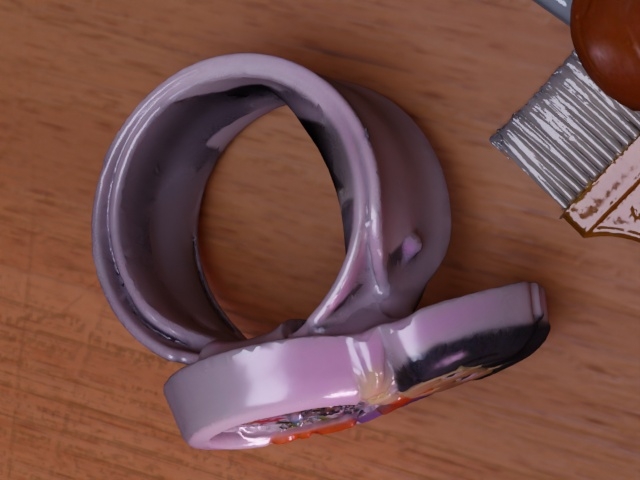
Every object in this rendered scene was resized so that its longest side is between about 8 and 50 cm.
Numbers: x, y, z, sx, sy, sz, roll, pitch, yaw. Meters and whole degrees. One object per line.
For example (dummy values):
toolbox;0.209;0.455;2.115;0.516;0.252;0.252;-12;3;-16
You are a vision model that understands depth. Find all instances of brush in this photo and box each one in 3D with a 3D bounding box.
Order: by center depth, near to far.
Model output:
brush;0.241;0.019;1.198;0.314;0.017;0.090;45;113;5

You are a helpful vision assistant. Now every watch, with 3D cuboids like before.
watch;0.000;0.000;1.220;0.244;0.196;0.231;-21;72;23

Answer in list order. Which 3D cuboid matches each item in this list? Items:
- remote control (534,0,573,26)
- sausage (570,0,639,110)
remote control;0.114;-0.189;1.191;0.162;0.029;0.061;36;113;10
sausage;0.268;-0.118;1.098;0.258;0.133;0.133;5;103;19
